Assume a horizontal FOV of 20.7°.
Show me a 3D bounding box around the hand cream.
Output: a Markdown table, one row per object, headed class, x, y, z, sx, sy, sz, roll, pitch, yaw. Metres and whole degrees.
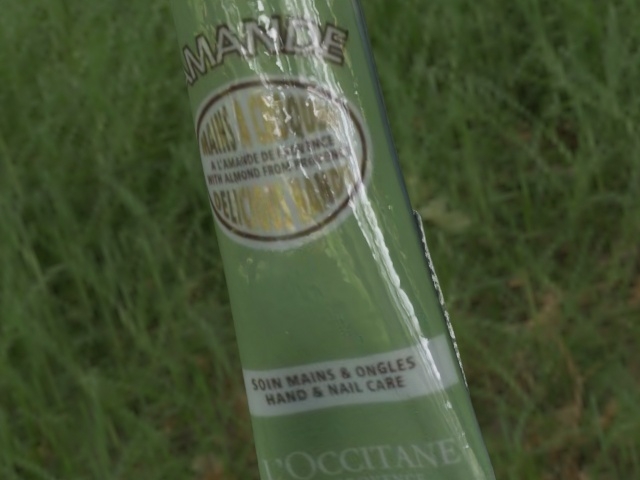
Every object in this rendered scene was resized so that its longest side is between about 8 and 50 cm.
| class | x | y | z | sx | sy | sz | roll | pitch | yaw |
| --- | --- | --- | --- | --- | --- | --- | --- | --- | --- |
| hand cream | 0.000 | 0.000 | 0.540 | 0.086 | 0.235 | 0.055 | -9 | 6 | 32 |
